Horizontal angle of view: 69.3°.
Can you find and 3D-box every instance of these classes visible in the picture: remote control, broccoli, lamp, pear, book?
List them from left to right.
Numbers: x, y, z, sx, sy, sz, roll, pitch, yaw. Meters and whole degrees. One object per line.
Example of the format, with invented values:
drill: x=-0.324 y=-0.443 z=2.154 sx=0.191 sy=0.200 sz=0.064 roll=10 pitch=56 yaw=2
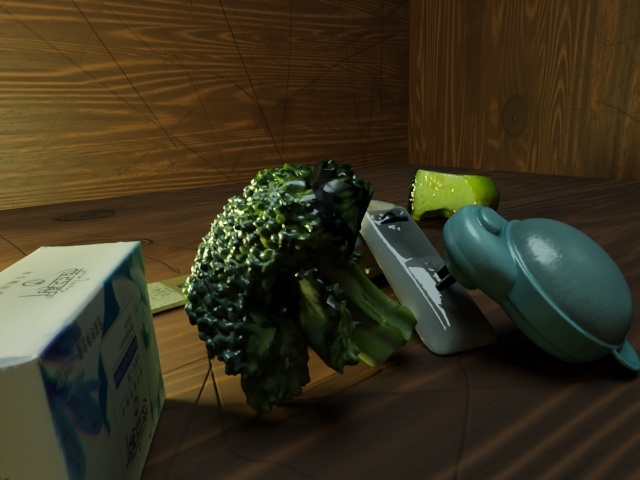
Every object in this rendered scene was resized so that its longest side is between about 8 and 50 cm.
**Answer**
book: x=-0.292 y=0.102 z=0.899 sx=0.199 sy=0.016 sz=0.139 roll=-14 pitch=19 yaw=-38
broccoli: x=-0.034 y=0.041 z=0.609 sx=0.317 sy=0.277 sz=0.338 roll=43 pitch=-4 yaw=25
remote control: x=0.162 y=0.043 z=0.751 sx=0.110 sy=0.055 sz=0.312 roll=-8 pitch=46 yaw=-20
pear: x=0.408 y=-0.128 z=1.421 sx=0.256 sy=0.163 sz=0.238 roll=8 pitch=7 yaw=16
lamp: x=0.296 y=0.049 z=0.630 sx=0.284 sy=0.147 sz=0.209 roll=20 pitch=33 yaw=5

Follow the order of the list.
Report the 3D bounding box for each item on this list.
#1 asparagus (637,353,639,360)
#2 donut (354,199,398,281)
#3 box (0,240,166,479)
asparagus: x=0.422 y=0.159 z=0.585 sx=0.015 sy=0.014 sz=0.114 roll=29 pitch=6 yaw=-20
donut: x=0.000 y=0.000 z=0.999 sx=0.384 sy=0.142 sz=0.382 roll=-3 pitch=15 yaw=1
box: x=-0.227 y=0.132 z=0.408 sx=0.116 sy=0.202 sz=0.274 roll=-4 pitch=14 yaw=-8
